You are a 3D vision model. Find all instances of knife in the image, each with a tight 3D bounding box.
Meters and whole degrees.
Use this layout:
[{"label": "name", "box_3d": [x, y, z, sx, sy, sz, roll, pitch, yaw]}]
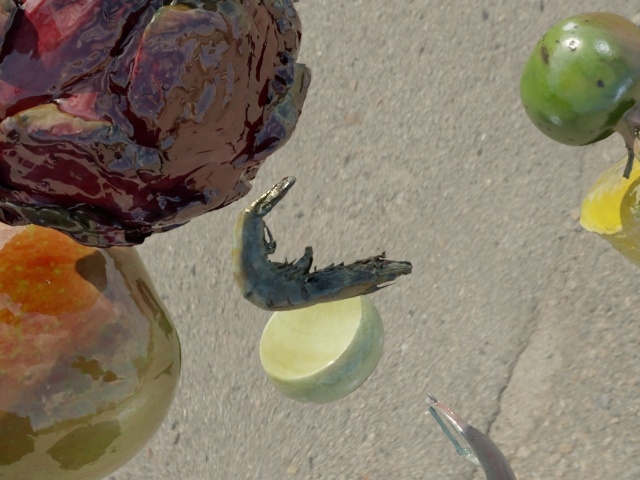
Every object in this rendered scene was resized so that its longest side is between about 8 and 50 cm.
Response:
[{"label": "knife", "box_3d": [0.190, 0.262, 1.015, 0.053, 0.278, 0.123, -40, 102, 2]}]

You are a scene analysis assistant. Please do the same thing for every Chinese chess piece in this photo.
[{"label": "Chinese chess piece", "box_3d": [0.005, 0.176, 1.521, 0.237, 0.238, 0.092, -55, 128, -19]}]

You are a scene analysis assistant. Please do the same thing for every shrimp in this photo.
[{"label": "shrimp", "box_3d": [0.000, -0.001, 0.923, 0.195, 0.035, 0.147, -9, 103, -5]}]

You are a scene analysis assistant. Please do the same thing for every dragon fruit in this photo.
[{"label": "dragon fruit", "box_3d": [-0.172, -0.146, 0.669, 0.329, 0.329, 0.329, 2, 71, -6]}]

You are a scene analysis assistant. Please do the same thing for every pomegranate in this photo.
[{"label": "pomegranate", "box_3d": [0.373, -0.189, 1.131, 0.181, 0.181, 0.224, -39, 74, -17]}]

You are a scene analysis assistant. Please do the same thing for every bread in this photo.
[{"label": "bread", "box_3d": [0.526, -0.052, 1.373, 0.170, 0.197, 0.197, 46, 72, -7]}]

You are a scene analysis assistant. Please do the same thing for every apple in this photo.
[{"label": "apple", "box_3d": [-0.310, 0.107, 0.874, 0.277, 0.319, 0.319, -22, 74, -27]}]
